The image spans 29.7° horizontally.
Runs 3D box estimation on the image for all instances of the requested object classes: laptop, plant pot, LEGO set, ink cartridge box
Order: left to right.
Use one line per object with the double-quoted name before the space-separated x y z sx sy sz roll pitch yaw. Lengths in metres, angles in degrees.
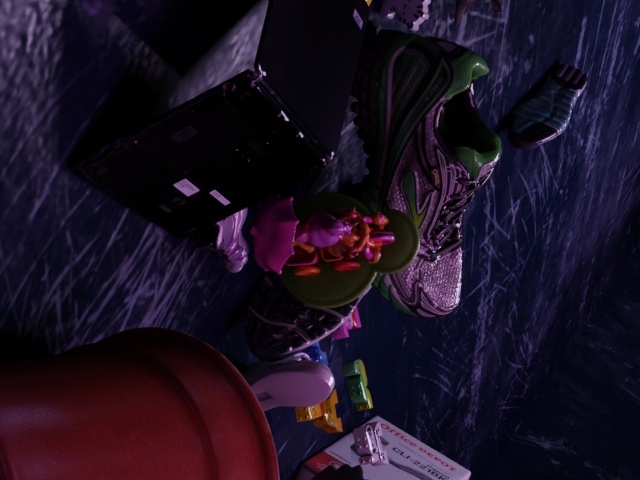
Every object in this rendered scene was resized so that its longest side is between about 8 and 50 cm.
"plant pot" -0.215 0.202 0.932 0.265 0.272 0.272 8 109 -60
"laptop" -0.075 -0.139 1.067 0.264 0.137 0.234 -27 160 9
"LEGO set" 0.011 0.189 1.548 0.093 0.087 0.227 -2 78 -65
"ink cartridge box" 0.096 0.410 1.946 0.273 0.197 0.114 -17 132 -61

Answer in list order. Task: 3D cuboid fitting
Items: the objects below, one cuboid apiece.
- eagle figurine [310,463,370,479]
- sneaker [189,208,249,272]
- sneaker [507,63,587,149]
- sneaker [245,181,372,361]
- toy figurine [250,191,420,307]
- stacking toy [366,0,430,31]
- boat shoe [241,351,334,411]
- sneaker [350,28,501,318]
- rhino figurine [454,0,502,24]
"eagle figurine" -0.104 0.373 1.480 0.298 0.225 0.226 -54 145 10
"sneaker" -0.106 0.003 1.213 0.069 0.038 0.098 -39 141 -41
"sneaker" 0.370 -0.195 1.981 0.224 0.083 0.098 -45 159 -37
"sneaker" 0.013 0.060 1.454 0.283 0.110 0.122 -46 158 -34
"toy figurine" 0.000 0.000 1.266 0.159 0.173 0.130 16 69 -67
"stacking toy" 0.095 -0.326 1.232 0.167 0.052 0.221 -2 118 -66
"boat shoe" -0.040 0.159 1.412 0.184 0.066 0.063 -29 -153 54
"sneaker" 0.124 -0.059 1.350 0.134 0.146 0.344 -37 130 -44
"rhino figurine" 0.225 -0.368 1.447 0.243 0.073 0.106 -62 156 7
